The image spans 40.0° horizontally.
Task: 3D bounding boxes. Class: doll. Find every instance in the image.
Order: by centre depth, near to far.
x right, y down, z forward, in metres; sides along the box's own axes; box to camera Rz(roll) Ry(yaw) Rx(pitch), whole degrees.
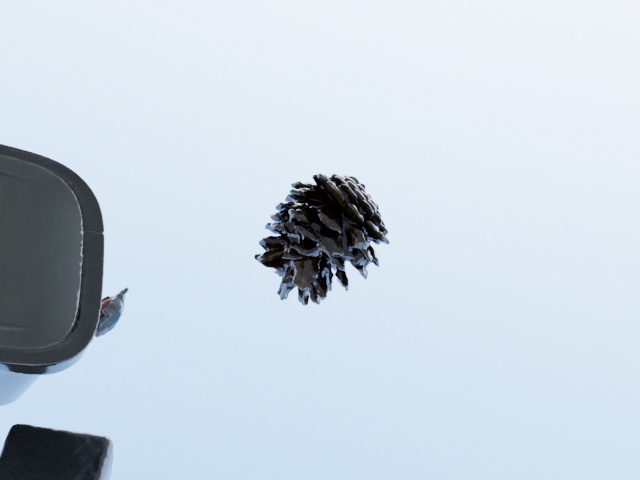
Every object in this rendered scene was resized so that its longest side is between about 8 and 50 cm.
[{"bbox_3d":[-0.292,0.107,1.176,0.039,0.057,0.114,38,-113,8],"label":"doll"}]

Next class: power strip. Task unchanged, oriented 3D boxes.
[{"bbox_3d":[-0.267,0.288,0.795,0.105,0.070,0.256,9,-142,-4],"label":"power strip"}]

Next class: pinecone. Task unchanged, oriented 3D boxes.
[{"bbox_3d":[-0.001,-0.006,1.346,0.205,0.184,0.179,-31,-166,-7],"label":"pinecone"}]

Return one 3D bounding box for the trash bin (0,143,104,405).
[{"bbox_3d":[-0.352,0.055,0.888,0.219,0.250,0.219,12,-120,-25],"label":"trash bin"}]
